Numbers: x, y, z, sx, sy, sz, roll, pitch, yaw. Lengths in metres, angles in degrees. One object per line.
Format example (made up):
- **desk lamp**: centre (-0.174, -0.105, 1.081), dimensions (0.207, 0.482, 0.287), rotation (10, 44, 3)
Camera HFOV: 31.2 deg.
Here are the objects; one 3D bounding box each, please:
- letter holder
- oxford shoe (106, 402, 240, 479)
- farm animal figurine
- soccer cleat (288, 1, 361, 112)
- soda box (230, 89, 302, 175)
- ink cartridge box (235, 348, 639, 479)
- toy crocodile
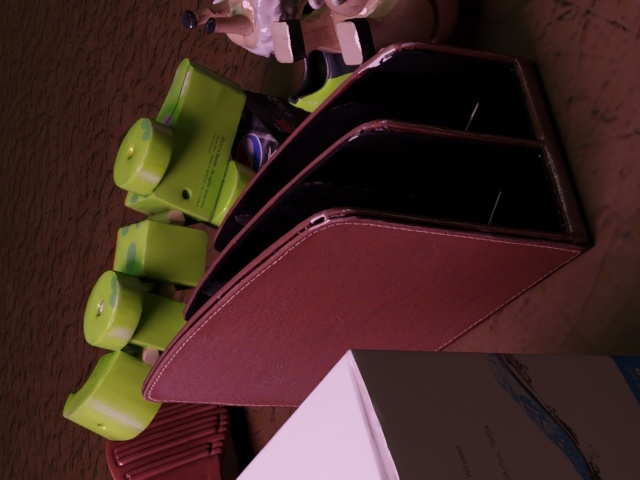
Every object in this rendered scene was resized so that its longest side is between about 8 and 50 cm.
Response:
- **letter holder**: centre (0.000, 0.000, 0.826), dimensions (0.302, 0.215, 0.152), rotation (-44, 50, 49)
- **oxford shoe**: centre (-0.129, 0.256, 1.107), dimensions (0.348, 0.123, 0.130), rotation (-108, 3, -56)
- **farm animal figurine**: centre (0.057, -0.258, 0.802), dimensions (0.330, 0.172, 0.326), rotation (28, 127, 37)
- **soccer cleat**: centre (0.014, -0.193, 0.967), dimensions (0.060, 0.072, 0.178), rotation (17, 100, 59)
- **soda box**: centre (-0.039, -0.079, 1.052), dimensions (0.169, 0.060, 0.053), rotation (50, 125, 49)
- **ink cartridge box**: centre (0.094, 0.173, 0.626), dimensions (0.171, 0.233, 0.168), rotation (-54, 43, 41)
- **toy crocodile**: centre (-0.139, 0.005, 0.999), dimensions (0.105, 0.115, 0.340), rotation (-9, 66, 54)
